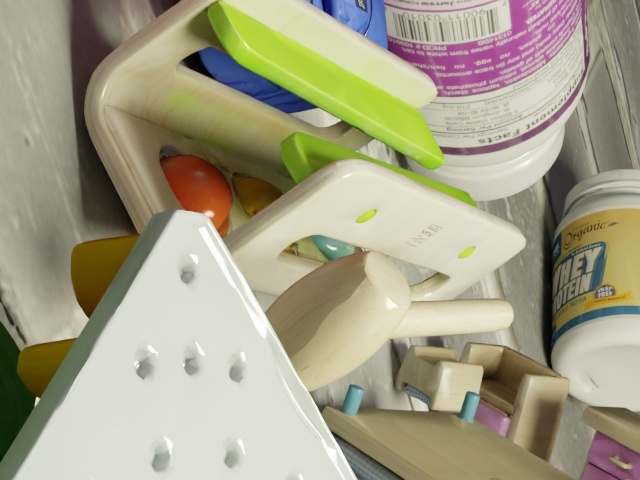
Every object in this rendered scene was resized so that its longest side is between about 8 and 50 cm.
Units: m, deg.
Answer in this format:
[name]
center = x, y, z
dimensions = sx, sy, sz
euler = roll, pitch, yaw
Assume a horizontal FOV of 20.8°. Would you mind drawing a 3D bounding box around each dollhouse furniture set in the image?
[dollhouse furniture set]
center = 0.091, 0.201, 1.120
dimensions = 0.303, 0.286, 0.198
euler = 8, 104, -44

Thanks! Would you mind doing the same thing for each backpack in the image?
[backpack]
center = -0.022, -0.135, 1.004
dimensions = 0.120, 0.101, 0.098
euler = 23, 53, -64

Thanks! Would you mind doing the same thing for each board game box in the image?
[board game box]
center = -0.049, 0.256, 0.558
dimensions = 0.390, 0.050, 0.390
euler = 63, 35, -31

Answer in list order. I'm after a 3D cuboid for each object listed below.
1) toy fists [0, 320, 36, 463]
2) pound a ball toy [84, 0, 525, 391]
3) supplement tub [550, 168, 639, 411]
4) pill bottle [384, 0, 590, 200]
[toy fists]
center = -0.185, 0.040, 0.520
dimensions = 0.142, 0.096, 0.279
euler = -89, 156, -46
[pound a ball toy]
center = 0.000, 0.000, 0.912
dimensions = 0.208, 0.136, 0.319
euler = 62, 18, 18
[supplement tub]
center = 0.293, 0.047, 1.661
dimensions = 0.144, 0.144, 0.199
euler = 56, 31, -46
[pill bottle]
center = 0.098, -0.155, 1.189
dimensions = 0.301, 0.169, 0.169
euler = 71, 18, -59
